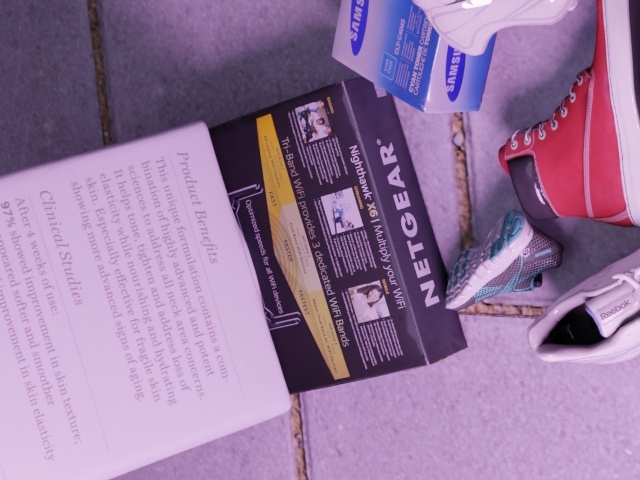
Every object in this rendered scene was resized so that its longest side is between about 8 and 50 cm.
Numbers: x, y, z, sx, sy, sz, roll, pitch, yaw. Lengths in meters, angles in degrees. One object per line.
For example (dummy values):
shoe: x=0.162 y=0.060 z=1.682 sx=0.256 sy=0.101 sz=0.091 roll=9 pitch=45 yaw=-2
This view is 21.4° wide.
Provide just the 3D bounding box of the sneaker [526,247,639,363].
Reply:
sneaker: x=0.318 y=0.047 z=1.557 sx=0.297 sy=0.129 sz=0.111 roll=-38 pitch=76 yaw=36

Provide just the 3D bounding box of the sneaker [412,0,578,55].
sneaker: x=0.219 y=-0.267 z=1.516 sx=0.292 sy=0.110 sz=0.118 roll=-25 pitch=126 yaw=12

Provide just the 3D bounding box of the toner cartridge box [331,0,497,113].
toner cartridge box: x=0.113 y=-0.312 z=1.624 sx=0.165 sy=0.075 sz=0.347 roll=38 pitch=125 yaw=47

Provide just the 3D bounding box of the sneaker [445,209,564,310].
sneaker: x=0.184 y=0.035 z=1.700 sx=0.076 sy=0.065 sz=0.166 roll=24 pitch=148 yaw=-15

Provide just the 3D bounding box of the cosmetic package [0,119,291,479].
cosmetic package: x=-0.306 y=0.095 z=1.824 sx=0.327 sy=0.394 sz=0.329 roll=-14 pitch=93 yaw=60

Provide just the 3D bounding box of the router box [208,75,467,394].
router box: x=0.000 y=0.000 z=1.818 sx=0.243 sy=0.081 sz=0.308 roll=-15 pitch=92 yaw=40

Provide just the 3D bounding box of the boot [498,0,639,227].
boot: x=0.239 y=-0.133 z=1.602 sx=0.176 sy=0.088 sz=0.244 roll=5 pitch=108 yaw=38
